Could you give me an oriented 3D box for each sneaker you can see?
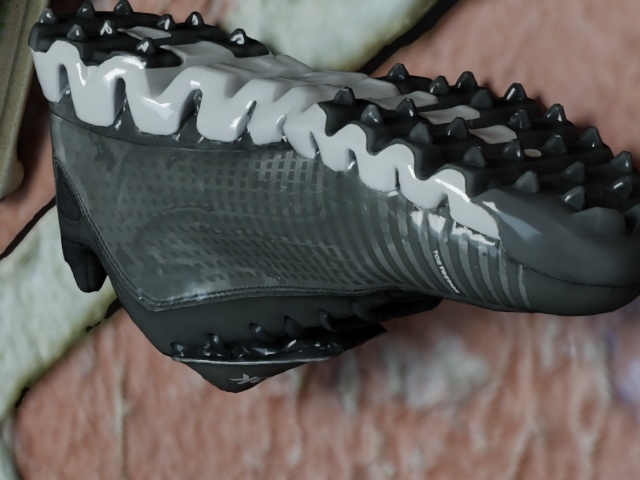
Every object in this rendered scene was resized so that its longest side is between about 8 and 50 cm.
[{"bbox_3d":[0.000,0.000,0.571,0.234,0.078,0.106,19,112,42],"label":"sneaker"}]

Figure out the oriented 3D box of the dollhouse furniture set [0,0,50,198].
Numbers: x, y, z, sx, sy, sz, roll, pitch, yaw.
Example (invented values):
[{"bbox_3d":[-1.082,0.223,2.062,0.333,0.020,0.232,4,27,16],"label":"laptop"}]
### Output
[{"bbox_3d":[-0.185,-0.166,0.630,0.197,0.151,0.301,39,127,30],"label":"dollhouse furniture set"}]
